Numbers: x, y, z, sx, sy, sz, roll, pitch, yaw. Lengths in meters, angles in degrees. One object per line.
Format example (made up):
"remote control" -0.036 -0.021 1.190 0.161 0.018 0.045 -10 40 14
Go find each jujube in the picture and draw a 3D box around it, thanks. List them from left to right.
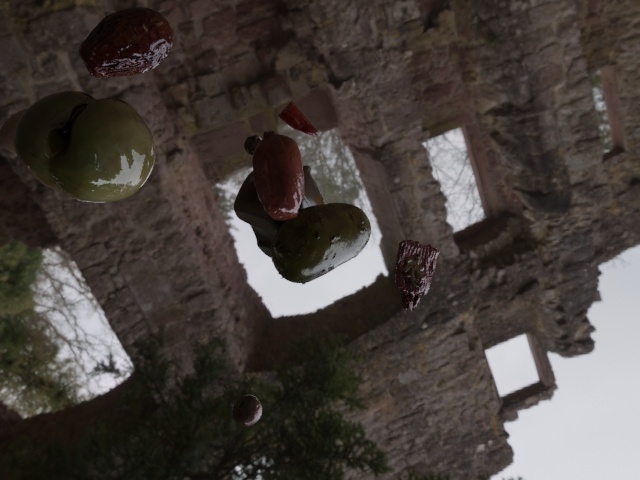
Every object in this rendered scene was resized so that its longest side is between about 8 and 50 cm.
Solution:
"jujube" -0.605 -0.612 1.694 0.290 0.197 0.197 -31 -158 -13

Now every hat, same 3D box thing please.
"hat" 0.385 0.145 2.180 0.237 0.286 0.107 12 178 -34

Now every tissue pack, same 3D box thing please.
"tissue pack" -0.126 -0.107 1.998 0.267 0.387 0.276 14 -118 28

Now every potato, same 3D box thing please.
"potato" 0.010 -0.010 1.761 0.359 0.219 0.269 -26 165 -21

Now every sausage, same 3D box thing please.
"sausage" -0.115 -0.180 1.515 0.148 0.254 0.148 -7 -172 1

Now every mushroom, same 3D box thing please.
"mushroom" -0.976 -0.396 1.823 0.162 0.173 0.236 -61 -161 24

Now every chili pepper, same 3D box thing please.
"chili pepper" -0.079 -0.478 2.176 0.088 0.169 0.065 -41 -159 38

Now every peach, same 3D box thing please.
"peach" -0.524 -0.207 1.231 0.292 0.247 0.292 3 172 0
"peach" -0.194 0.456 1.441 0.083 0.083 0.083 -19 -160 7

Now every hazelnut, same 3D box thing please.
"hazelnut" -0.246 -0.362 2.049 0.086 0.086 0.086 -19 -160 7
